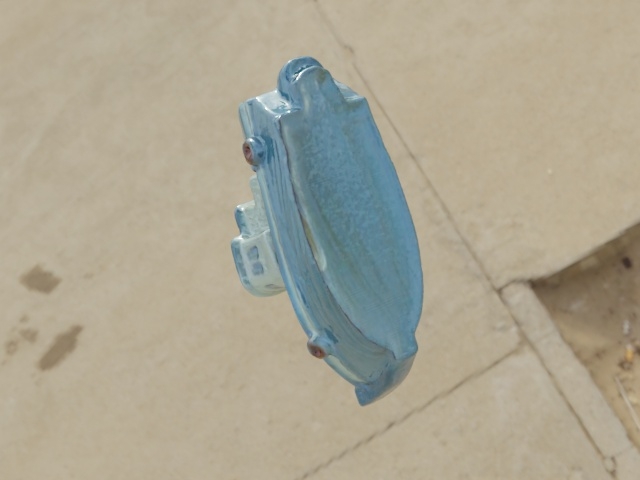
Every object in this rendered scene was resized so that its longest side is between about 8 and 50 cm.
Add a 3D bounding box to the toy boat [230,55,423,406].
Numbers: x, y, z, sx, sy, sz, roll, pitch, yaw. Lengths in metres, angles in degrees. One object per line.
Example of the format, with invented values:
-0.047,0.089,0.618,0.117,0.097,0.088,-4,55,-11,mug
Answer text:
0.000,0.000,0.737,0.088,0.215,0.102,-21,1,-35,toy boat
